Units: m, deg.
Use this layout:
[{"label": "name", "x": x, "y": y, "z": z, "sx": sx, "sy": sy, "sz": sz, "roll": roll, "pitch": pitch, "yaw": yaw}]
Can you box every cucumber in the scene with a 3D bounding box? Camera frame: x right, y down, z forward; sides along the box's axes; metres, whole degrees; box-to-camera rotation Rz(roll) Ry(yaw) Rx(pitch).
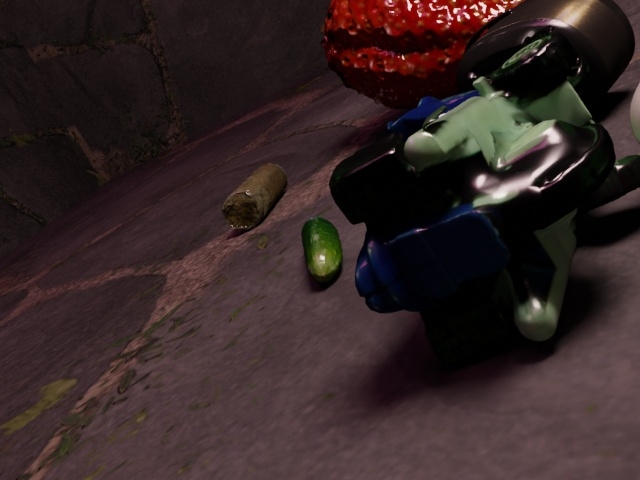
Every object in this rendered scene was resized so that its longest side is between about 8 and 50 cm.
[{"label": "cucumber", "x": 0.000, "y": 0.000, "z": 0.688, "sx": 0.037, "sy": 0.037, "sz": 0.155, "roll": -29, "pitch": 16, "yaw": 4}]

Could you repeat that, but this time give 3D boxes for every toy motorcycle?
[{"label": "toy motorcycle", "x": 0.100, "y": -0.048, "z": 0.512, "sx": 0.196, "sy": 0.125, "sz": 0.331, "roll": -31, "pitch": 11, "yaw": 25}]

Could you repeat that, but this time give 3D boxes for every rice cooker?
[{"label": "rice cooker", "x": 0.200, "y": -0.160, "z": 0.693, "sx": 0.165, "sy": 0.112, "sz": 0.106, "roll": -19, "pitch": 24, "yaw": 51}]

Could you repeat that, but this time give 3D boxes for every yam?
[{"label": "yam", "x": -0.083, "y": -0.061, "z": 0.999, "sx": 0.054, "sy": 0.054, "sz": 0.132, "roll": -23, "pitch": 16, "yaw": 24}]

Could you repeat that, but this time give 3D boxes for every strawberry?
[{"label": "strawberry", "x": 0.150, "y": -0.286, "z": 0.974, "sx": 0.238, "sy": 0.250, "sz": 0.288, "roll": -31, "pitch": 40, "yaw": -28}]

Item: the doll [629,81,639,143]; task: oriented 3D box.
[{"label": "doll", "x": 0.271, "y": -0.146, "z": 0.476, "sx": 0.094, "sy": 0.160, "sz": 0.365, "roll": 27, "pitch": 41, "yaw": 21}]
